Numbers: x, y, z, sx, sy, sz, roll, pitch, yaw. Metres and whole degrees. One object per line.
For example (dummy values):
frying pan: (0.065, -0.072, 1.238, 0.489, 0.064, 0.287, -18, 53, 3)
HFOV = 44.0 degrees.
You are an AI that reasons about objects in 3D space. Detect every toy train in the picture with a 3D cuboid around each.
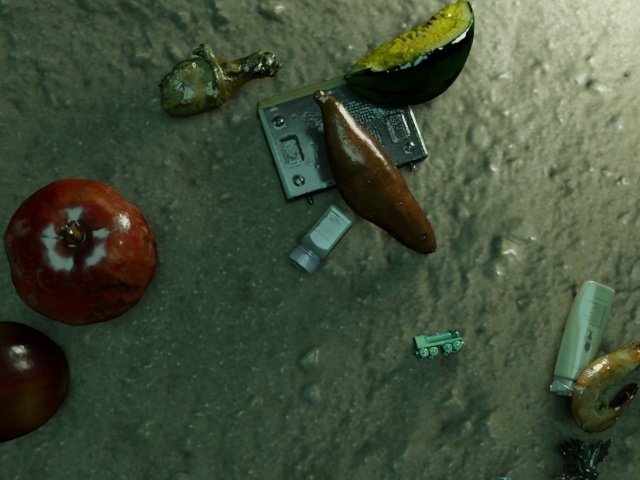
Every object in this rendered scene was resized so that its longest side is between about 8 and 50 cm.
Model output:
toy train: (0.208, 0.184, 1.400, 0.092, 0.029, 0.045, -10, 68, -11)

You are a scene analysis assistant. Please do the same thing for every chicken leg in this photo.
chicken leg: (-0.181, -0.292, 1.395, 0.228, 0.088, 0.103, -26, 73, -5)

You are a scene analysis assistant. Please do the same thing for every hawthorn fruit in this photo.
hawthorn fruit: (-0.378, 0.006, 1.243, 0.242, 0.271, 0.241, 2, 72, -6)

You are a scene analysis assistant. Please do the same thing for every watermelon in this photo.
watermelon: (0.183, -0.331, 1.418, 0.301, 0.123, 0.129, -34, 60, -22)

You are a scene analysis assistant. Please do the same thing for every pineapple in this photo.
pineapple: (0.462, 0.461, 1.349, 0.125, 0.125, 0.251, -6, 77, -6)

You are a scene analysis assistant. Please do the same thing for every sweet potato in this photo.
sweet potato: (0.084, -0.098, 1.346, 0.112, 0.112, 0.359, -36, 106, -9)

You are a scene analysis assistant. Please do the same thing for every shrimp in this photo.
shrimp: (0.523, 0.256, 1.394, 0.236, 0.053, 0.132, -26, 101, -30)

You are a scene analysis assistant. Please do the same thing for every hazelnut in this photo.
hazelnut: (-0.498, 0.217, 1.260, 0.208, 0.208, 0.208, 1, 82, -6)

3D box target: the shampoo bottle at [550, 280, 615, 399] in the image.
shampoo bottle: (0.467, 0.180, 1.413, 0.072, 0.049, 0.212, 19, 81, -16)

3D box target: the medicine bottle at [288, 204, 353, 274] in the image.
medicine bottle: (0.000, 0.000, 1.379, 0.055, 0.074, 0.118, 39, 82, 0)

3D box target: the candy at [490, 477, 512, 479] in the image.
candy: (0.334, 0.488, 1.364, 0.045, 0.043, 0.174, -15, 88, -9)

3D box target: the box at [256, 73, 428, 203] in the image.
box: (0.040, -0.190, 1.423, 0.270, 0.045, 0.210, -16, 83, -8)
